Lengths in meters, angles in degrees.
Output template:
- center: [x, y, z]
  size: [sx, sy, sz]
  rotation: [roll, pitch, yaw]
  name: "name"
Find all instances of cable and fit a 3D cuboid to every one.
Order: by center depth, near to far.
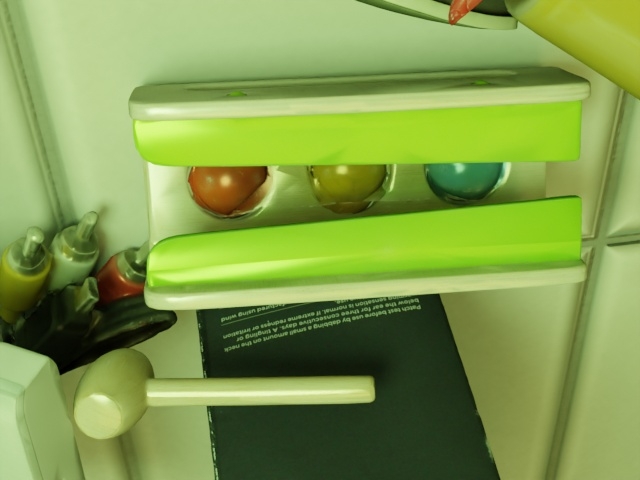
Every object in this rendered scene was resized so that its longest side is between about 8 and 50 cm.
- center: [-0.217, 0.075, 0.816]
  size: [0.139, 0.072, 0.287]
  rotation: [8, 146, -41]
  name: "cable"

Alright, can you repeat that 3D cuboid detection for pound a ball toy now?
- center: [0.000, 0.000, 0.690]
  size: [0.319, 0.136, 0.208]
  rotation: [-4, 105, -4]
  name: "pound a ball toy"

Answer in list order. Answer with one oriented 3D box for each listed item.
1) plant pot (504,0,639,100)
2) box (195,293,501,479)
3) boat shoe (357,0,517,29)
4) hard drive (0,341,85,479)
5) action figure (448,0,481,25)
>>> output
- center: [0.235, -0.152, 0.551]
  size: [0.239, 0.254, 0.254]
  rotation: [18, 129, -8]
  name: "plant pot"
- center: [0.031, 0.221, 0.804]
  size: [0.179, 0.312, 0.343]
  rotation: [-11, 135, -1]
  name: "box"
- center: [0.017, -0.168, 0.591]
  size: [0.227, 0.081, 0.069]
  rotation: [10, 102, -22]
  name: "boat shoe"
- center: [-0.320, 0.115, 0.705]
  size: [0.353, 0.047, 0.233]
  rotation: [15, 135, 15]
  name: "hard drive"
- center: [-0.022, -0.214, 0.503]
  size: [0.280, 0.091, 0.139]
  rotation: [47, 157, -5]
  name: "action figure"
